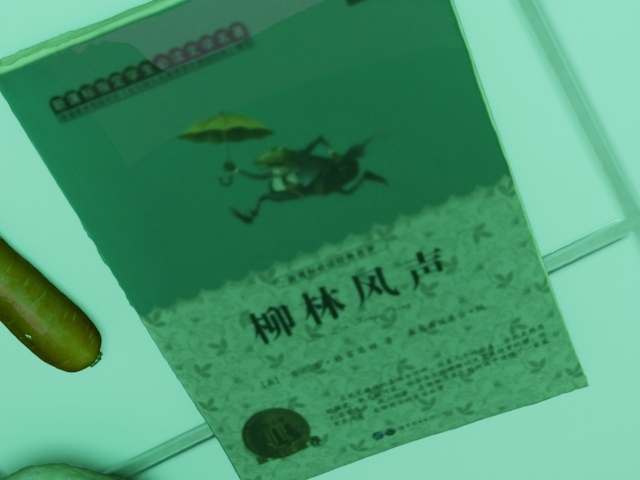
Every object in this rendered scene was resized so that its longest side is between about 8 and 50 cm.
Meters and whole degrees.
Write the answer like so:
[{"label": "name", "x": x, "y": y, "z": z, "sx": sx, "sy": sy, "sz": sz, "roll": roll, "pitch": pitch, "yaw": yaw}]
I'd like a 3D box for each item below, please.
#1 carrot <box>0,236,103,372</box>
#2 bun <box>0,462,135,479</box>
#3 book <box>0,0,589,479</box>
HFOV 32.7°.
[{"label": "carrot", "x": -0.224, "y": -0.001, "z": 0.679, "sx": 0.043, "sy": 0.043, "sz": 0.248, "roll": -32, "pitch": 117, "yaw": 16}, {"label": "bun", "x": -0.176, "y": 0.271, "z": 0.791, "sx": 0.273, "sy": 0.168, "sz": 0.272, "roll": 5, "pitch": 125, "yaw": 8}, {"label": "book", "x": 0.000, "y": 0.000, "z": 0.701, "sx": 0.264, "sy": 0.031, "sz": 0.379, "roll": -21, "pitch": 122, "yaw": 9}]
